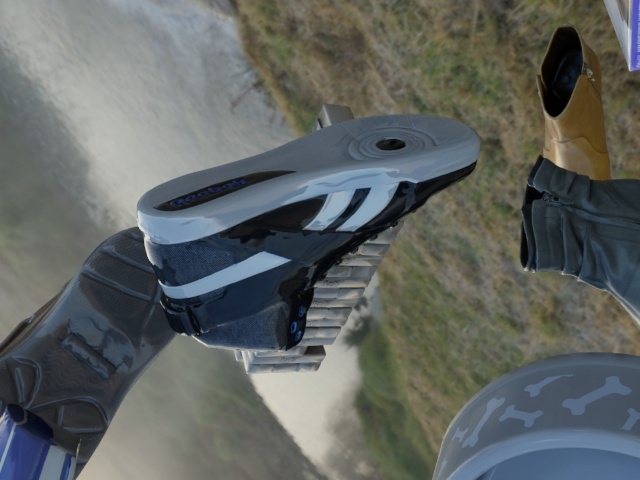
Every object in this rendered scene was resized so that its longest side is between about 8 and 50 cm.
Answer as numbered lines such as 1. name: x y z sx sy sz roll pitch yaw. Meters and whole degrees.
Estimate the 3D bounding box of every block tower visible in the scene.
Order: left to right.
1. block tower: -0.003 0.017 0.958 0.335 0.097 0.091 116 145 -42

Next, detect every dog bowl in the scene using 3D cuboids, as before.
1. dog bowl: 0.244 0.274 0.768 0.349 0.102 0.348 9 112 22

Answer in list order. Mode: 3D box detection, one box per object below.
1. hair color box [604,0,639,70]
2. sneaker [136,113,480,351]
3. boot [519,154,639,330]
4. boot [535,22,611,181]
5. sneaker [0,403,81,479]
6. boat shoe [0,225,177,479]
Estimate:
1. hair color box: 0.358 -0.382 1.030 0.185 0.110 0.339 65 -165 -52
2. sneaker: 0.000 0.000 0.574 0.079 0.217 0.121 -128 26 -56
3. boot: 0.259 0.034 0.831 0.161 0.246 0.083 8 143 -3
4. boot: 0.350 -0.141 1.291 0.104 0.295 0.211 0 174 25
5. sneaker: -0.277 0.234 0.530 0.182 0.315 0.127 25 166 -9
6. boat shoe: -0.227 0.125 0.756 0.123 0.324 0.116 48 161 -11
